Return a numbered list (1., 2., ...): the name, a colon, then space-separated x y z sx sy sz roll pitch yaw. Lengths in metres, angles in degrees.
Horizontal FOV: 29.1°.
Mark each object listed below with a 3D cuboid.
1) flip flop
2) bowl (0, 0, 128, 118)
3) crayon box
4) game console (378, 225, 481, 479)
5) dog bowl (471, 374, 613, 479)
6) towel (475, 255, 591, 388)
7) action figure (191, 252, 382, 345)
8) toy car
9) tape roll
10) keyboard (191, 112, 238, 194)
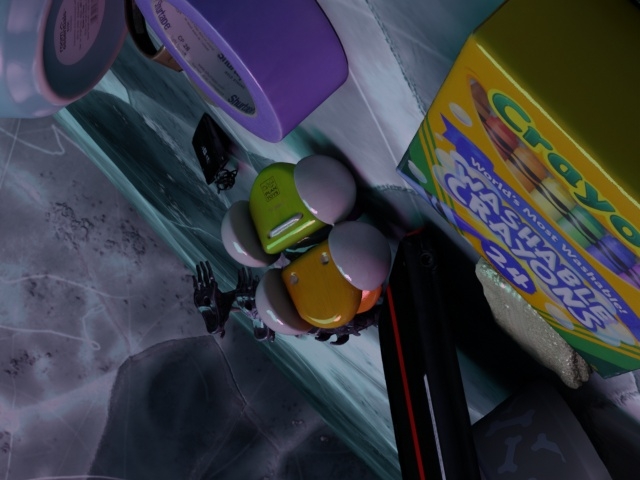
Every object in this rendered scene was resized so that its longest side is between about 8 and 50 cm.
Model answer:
1. flip flop: -0.149 -0.219 1.181 0.112 0.080 0.277 41 167 26
2. bowl: -0.285 -0.242 1.176 0.163 0.311 0.311 22 162 13
3. crayon box: 0.159 -0.033 0.691 0.203 0.083 0.323 45 168 5
4. game console: 0.125 0.213 1.255 0.342 0.060 0.386 98 163 -71
5. dog bowl: 0.250 0.313 1.238 0.349 0.102 0.349 155 90 -89
6. towel: 0.188 0.073 1.093 0.110 0.027 0.148 39 166 32
7. action figure: -0.014 0.059 1.512 0.164 0.141 0.275 -2 176 41
8. toy car: 0.000 0.000 1.286 0.136 0.159 0.182 -17 -103 -56
9. tape roll: -0.070 -0.178 1.039 0.189 0.080 0.189 45 169 12
10. keyboard: -0.136 -0.113 1.663 0.192 0.038 0.100 157 94 -79
